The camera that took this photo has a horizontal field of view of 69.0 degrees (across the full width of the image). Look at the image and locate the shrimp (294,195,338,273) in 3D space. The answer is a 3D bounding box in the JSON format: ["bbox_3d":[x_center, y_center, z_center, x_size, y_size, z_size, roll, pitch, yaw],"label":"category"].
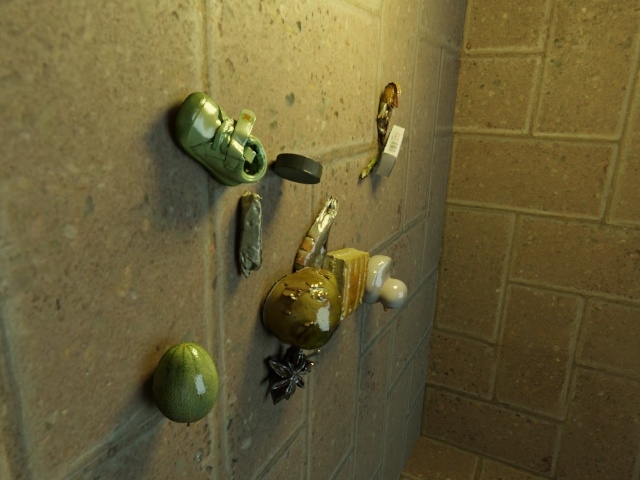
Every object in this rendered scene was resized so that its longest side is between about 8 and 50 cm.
[{"bbox_3d":[0.000,0.000,1.580,0.316,0.062,0.164,-66,155,-17],"label":"shrimp"}]

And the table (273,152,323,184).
[{"bbox_3d":[-0.062,-0.198,1.294,0.133,0.134,0.043,30,71,-63],"label":"table"}]

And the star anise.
[{"bbox_3d":[-0.094,0.419,1.505,0.231,0.089,0.208,7,105,-58],"label":"star anise"}]

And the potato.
[{"bbox_3d":[-0.017,0.218,1.436,0.300,0.196,0.246,-20,128,-55],"label":"potato"}]

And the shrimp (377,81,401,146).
[{"bbox_3d":[0.268,-0.514,1.905,0.117,0.066,0.261,-122,-145,-68],"label":"shrimp"}]

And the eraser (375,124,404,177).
[{"bbox_3d":[0.296,-0.378,1.965,0.124,0.068,0.210,104,7,-48],"label":"eraser"}]

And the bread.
[{"bbox_3d":[0.092,0.162,1.761,0.239,0.111,0.245,-11,109,-62],"label":"bread"}]

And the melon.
[{"bbox_3d":[-0.291,0.315,1.012,0.139,0.139,0.192,-22,114,-60],"label":"melon"}]

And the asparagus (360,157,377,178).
[{"bbox_3d":[0.195,-0.290,1.897,0.165,0.030,0.036,-53,171,-44],"label":"asparagus"}]

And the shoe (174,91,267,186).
[{"bbox_3d":[-0.207,-0.221,1.030,0.262,0.128,0.139,61,32,-56],"label":"shoe"}]

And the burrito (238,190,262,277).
[{"bbox_3d":[-0.180,-0.013,1.207,0.058,0.063,0.229,-94,-173,-79],"label":"burrito"}]

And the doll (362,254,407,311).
[{"bbox_3d":[0.282,0.192,2.046,0.221,0.221,0.250,-16,113,-62],"label":"doll"}]
